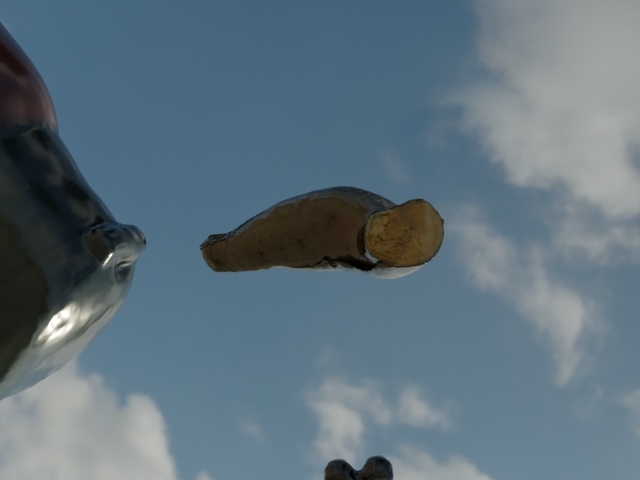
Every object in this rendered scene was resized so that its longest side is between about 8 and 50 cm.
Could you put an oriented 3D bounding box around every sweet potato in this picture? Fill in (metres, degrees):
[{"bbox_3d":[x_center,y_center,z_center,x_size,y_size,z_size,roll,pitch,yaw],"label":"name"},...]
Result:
[{"bbox_3d":[-0.001,-0.007,1.105,0.286,0.112,0.085,2,-73,37],"label":"sweet potato"}]

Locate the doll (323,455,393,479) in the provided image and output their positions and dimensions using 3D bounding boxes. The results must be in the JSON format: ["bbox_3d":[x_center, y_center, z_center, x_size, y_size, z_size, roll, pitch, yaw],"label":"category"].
[{"bbox_3d":[0.030,0.248,0.904,0.067,0.091,0.219,-102,-172,-50],"label":"doll"}]

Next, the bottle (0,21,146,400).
[{"bbox_3d":[-0.212,-0.081,0.482,0.336,0.144,0.144,49,-42,7],"label":"bottle"}]
